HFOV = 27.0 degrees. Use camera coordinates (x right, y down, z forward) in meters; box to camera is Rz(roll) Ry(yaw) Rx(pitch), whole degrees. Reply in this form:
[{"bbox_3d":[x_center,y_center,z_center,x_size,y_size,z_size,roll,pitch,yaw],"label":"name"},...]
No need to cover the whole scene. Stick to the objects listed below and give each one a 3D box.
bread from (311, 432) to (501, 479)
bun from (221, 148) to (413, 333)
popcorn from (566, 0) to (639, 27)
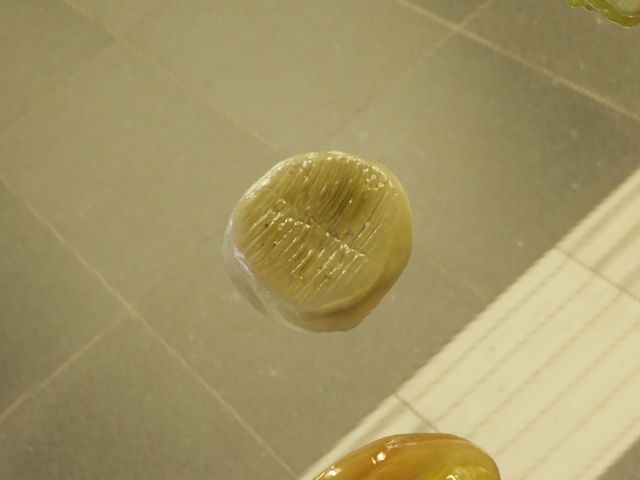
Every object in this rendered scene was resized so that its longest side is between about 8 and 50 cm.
[{"bbox_3d":[0.102,0.324,1.304,0.211,0.316,0.270,-4,76,37],"label":"bread"},{"bbox_3d":[0.000,0.000,1.377,0.178,0.128,0.193,36,78,5],"label":"bun"},{"bbox_3d":[0.215,-0.239,0.793,0.259,0.259,0.212,-24,44,7],"label":"popcorn"}]
